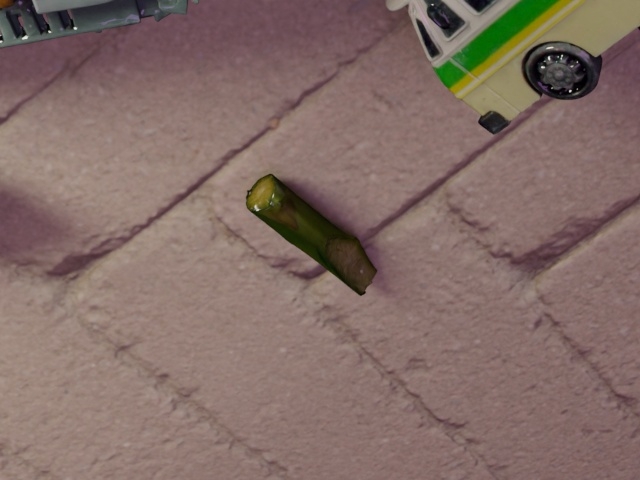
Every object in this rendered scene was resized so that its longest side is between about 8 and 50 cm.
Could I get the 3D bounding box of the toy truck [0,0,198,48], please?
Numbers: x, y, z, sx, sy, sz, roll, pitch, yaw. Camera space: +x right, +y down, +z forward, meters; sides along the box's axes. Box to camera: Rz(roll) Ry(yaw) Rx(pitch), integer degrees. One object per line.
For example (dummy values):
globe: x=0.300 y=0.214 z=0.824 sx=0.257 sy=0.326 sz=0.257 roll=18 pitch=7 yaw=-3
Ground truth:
toy truck: x=-0.247 y=-0.219 z=0.918 sx=0.338 sy=0.133 sz=0.184 roll=-10 pitch=133 yaw=-3

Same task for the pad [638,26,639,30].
pad: x=0.380 y=-0.188 z=1.172 sx=0.158 sy=0.003 sz=0.235 roll=-17 pitch=135 yaw=34

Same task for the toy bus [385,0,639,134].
toy bus: x=0.185 y=-0.231 z=0.983 sx=0.179 sy=0.143 sz=0.305 roll=34 pitch=141 yaw=-16

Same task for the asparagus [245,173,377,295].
asparagus: x=0.000 y=0.000 z=1.227 sx=0.045 sy=0.041 sz=0.178 roll=-35 pitch=129 yaw=21
